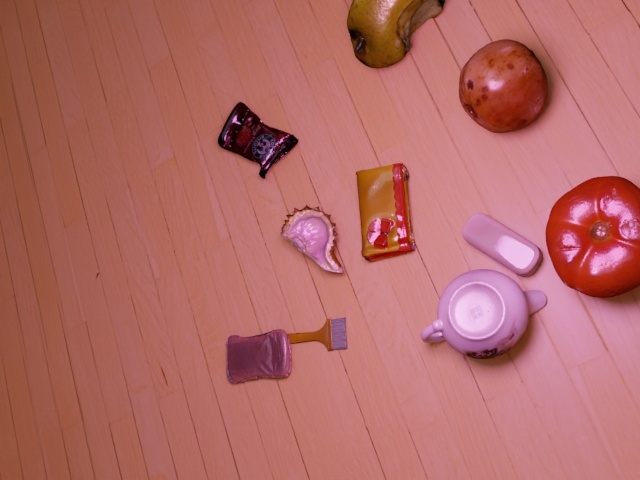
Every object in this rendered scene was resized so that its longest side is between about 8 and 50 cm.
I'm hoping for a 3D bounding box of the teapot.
[{"bbox_3d":[0.362,0.171,1.641,0.298,0.139,0.204,-19,72,22],"label":"teapot"}]

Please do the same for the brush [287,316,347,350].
[{"bbox_3d":[-0.022,0.255,1.905,0.205,0.011,0.083,-10,76,28],"label":"brush"}]

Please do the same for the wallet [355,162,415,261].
[{"bbox_3d":[0.165,-0.076,1.844,0.141,0.067,0.241,-12,73,25],"label":"wallet"}]

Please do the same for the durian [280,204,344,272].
[{"bbox_3d":[-0.003,0.006,1.917,0.140,0.078,0.224,-38,74,3],"label":"durian"}]

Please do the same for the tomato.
[{"bbox_3d":[0.603,-0.005,1.519,0.260,0.180,0.259,-8,73,30],"label":"tomato"}]

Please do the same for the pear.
[{"bbox_3d":[0.176,-0.577,1.851,0.164,0.238,0.255,39,97,24],"label":"pear"}]

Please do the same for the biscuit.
[{"bbox_3d":[-0.189,-0.288,2.088,0.235,0.063,0.151,36,98,27],"label":"biscuit"}]

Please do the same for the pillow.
[{"bbox_3d":[-0.172,0.317,1.959,0.211,0.034,0.135,-11,73,28],"label":"pillow"}]

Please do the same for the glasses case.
[{"bbox_3d":[0.427,0.009,1.688,0.196,0.050,0.083,38,96,30],"label":"glasses case"}]

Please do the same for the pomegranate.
[{"bbox_3d":[0.435,-0.364,1.683,0.215,0.215,0.215,-7,76,28],"label":"pomegranate"}]
